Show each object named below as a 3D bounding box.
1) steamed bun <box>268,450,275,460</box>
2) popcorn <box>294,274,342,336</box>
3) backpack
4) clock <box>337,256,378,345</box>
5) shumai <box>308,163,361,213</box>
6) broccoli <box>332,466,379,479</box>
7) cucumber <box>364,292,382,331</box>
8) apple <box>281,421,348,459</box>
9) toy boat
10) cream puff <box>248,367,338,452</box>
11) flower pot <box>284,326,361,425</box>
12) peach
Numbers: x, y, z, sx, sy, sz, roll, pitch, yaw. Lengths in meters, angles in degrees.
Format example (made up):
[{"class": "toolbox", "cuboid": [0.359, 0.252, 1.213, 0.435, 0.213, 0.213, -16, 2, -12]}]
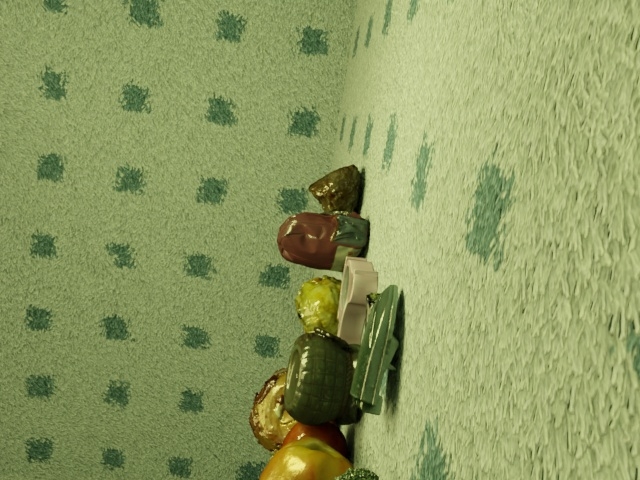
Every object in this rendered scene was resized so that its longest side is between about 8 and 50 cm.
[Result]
[{"class": "steamed bun", "cuboid": [-0.080, 0.830, 2.369, 0.320, 0.206, 0.275, 52, -130, -59]}, {"class": "popcorn", "cuboid": [0.009, 0.262, 2.226, 0.286, 0.215, 0.252, -120, 44, -75]}, {"class": "backpack", "cuboid": [0.000, 0.000, 2.114, 0.283, 0.317, 0.197, 104, 173, -56]}, {"class": "clock", "cuboid": [0.112, 0.209, 1.897, 0.275, 0.080, 0.290, -142, 60, -84]}, {"class": "shumai", "cuboid": [0.102, -0.145, 2.350, 0.346, 0.217, 0.283, 4, -119, -83]}, {"class": "broccoli", "cuboid": [0.063, 0.661, 1.331, 0.252, 0.221, 0.361, 61, 168, 8]}, {"class": "cucumber", "cuboid": [0.147, 0.264, 1.576, 0.067, 0.067, 0.245, 133, 142, -80]}, {"class": "apple", "cuboid": [-0.017, 0.680, 1.848, 0.201, 0.218, 0.218, 89, -173, -76]}, {"class": "toy boat", "cuboid": [0.148, 0.264, 1.438, 0.141, 0.092, 0.320, 127, 157, -80]}, {"class": "cream puff", "cuboid": [-0.092, 0.640, 2.172, 0.229, 0.350, 0.350, 64, -151, -65]}, {"class": "flower pot", "cuboid": [0.012, 0.426, 1.821, 0.302, 0.213, 0.302, -168, 90, -78]}, {"class": "peach", "cuboid": [-0.030, 0.724, 1.608, 0.289, 0.289, 0.308, 174, 112, -84]}]
